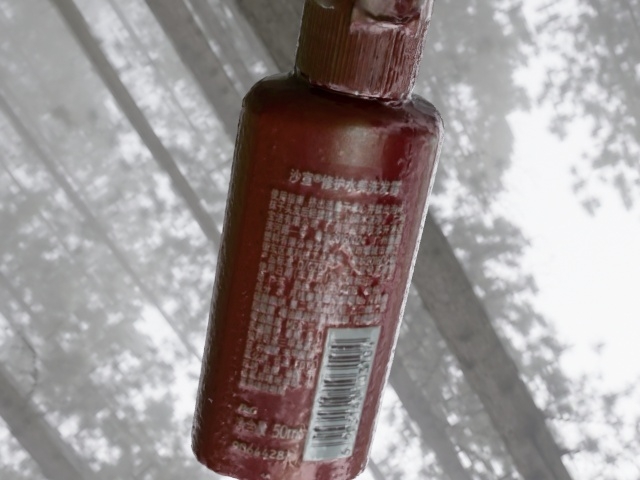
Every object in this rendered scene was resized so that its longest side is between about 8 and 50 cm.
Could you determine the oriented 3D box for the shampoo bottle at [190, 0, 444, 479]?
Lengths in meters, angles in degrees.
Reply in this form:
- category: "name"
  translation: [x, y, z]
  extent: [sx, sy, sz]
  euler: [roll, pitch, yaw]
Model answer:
- category: "shampoo bottle"
  translation: [0.000, 0.000, 0.662]
  extent: [0.118, 0.314, 0.076]
  euler: [7, -156, -7]
